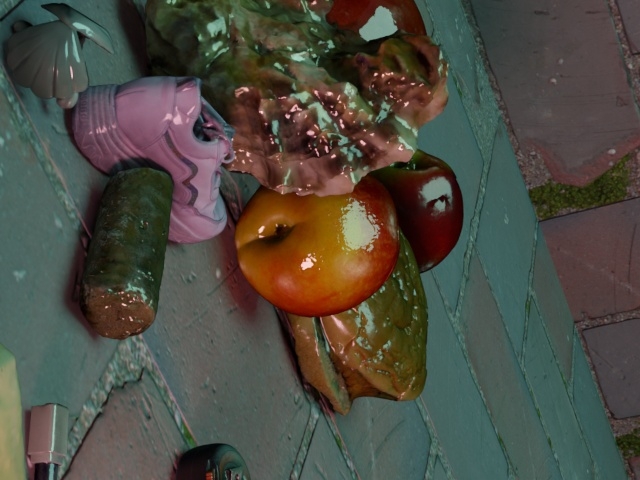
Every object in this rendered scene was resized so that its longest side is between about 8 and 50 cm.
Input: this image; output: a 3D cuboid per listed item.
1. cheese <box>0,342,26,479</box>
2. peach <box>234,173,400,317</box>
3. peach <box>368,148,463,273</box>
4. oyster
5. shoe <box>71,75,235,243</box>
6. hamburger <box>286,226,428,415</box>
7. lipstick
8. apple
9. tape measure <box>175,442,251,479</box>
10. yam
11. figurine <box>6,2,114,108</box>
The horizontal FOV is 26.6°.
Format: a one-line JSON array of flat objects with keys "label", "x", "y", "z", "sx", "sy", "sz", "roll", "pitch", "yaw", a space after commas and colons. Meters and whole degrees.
[{"label": "cheese", "x": -0.274, "y": 0.201, "z": 0.760, "sx": 0.265, "sy": 0.124, "sz": 0.242, "roll": -45, "pitch": 143, "yaw": -67}, {"label": "peach", "x": 0.000, "y": 0.000, "z": 1.612, "sx": 0.192, "sy": 0.190, "sz": 0.190, "roll": 16, "pitch": 60, "yaw": -46}, {"label": "peach", "x": 0.124, "y": -0.035, "z": 2.014, "sx": 0.197, "sy": 0.197, "sz": 0.197, "roll": -14, "pitch": 90, "yaw": -70}, {"label": "oyster", "x": -0.045, "y": -0.185, "z": 1.498, "sx": 0.238, "sy": 0.351, "sz": 0.115, "roll": -59, "pitch": -175, "yaw": -9}, {"label": "shoe", "x": -0.138, "y": -0.085, "z": 1.383, "sx": 0.245, "sy": 0.138, "sz": 0.095, "roll": 51, "pitch": 36, "yaw": -50}, {"label": "hamburger", "x": 0.057, "y": 0.084, "z": 1.801, "sx": 0.265, "sy": 0.134, "sz": 0.284, "roll": 56, "pitch": 25, "yaw": -48}, {"label": "lipstick", "x": -0.227, "y": 0.190, "z": 1.117, "sx": 0.025, "sy": 0.025, "sz": 0.107, "roll": 38, "pitch": 49, "yaw": -60}, {"label": "apple", "x": 0.004, "y": -0.230, "z": 1.706, "sx": 0.216, "sy": 0.260, "sz": 0.260, "roll": 53, "pitch": 29, "yaw": -31}, {"label": "tape measure", "x": -0.059, "y": 0.246, "z": 1.329, "sx": 0.104, "sy": 0.180, "sz": 0.107, "roll": -7, "pitch": 84, "yaw": -54}, {"label": "yam", "x": -0.183, "y": 0.007, "z": 1.288, "sx": 0.078, "sy": 0.078, "sz": 0.179, "roll": 57, "pitch": 27, "yaw": -43}, {"label": "figurine", "x": -0.246, "y": -0.175, "z": 1.252, "sx": 0.094, "sy": 0.086, "sz": 0.082, "roll": 33, "pitch": 6, "yaw": 2}]
